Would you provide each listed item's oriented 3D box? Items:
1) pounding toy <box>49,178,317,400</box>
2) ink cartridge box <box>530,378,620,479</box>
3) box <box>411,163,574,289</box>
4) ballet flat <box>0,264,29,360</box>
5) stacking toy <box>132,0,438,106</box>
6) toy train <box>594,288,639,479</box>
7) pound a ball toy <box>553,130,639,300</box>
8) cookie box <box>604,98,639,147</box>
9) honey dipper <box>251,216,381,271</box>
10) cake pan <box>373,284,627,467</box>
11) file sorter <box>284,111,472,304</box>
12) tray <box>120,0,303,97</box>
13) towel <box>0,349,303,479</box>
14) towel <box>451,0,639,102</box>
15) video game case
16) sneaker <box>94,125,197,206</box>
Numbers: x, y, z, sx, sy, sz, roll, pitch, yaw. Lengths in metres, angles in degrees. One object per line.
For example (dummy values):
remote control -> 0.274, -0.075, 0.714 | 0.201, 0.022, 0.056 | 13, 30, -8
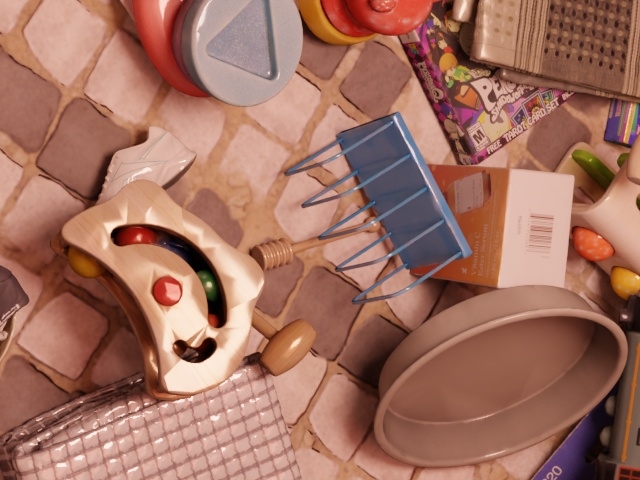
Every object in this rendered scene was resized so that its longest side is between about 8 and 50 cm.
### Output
pounding toy -> -0.149, 0.071, 1.663 | 0.269, 0.155, 0.154 | 39, 71, -8
ink cartridge box -> 0.435, 0.310, 2.042 | 0.330, 0.071, 0.324 | 38, 94, -26
box -> 0.187, -0.015, 1.867 | 0.091, 0.170, 0.130 | 4, 91, -31
ballet flat -> -0.347, 0.118, 1.631 | 0.074, 0.074, 0.203 | 41, 72, -26
stacking toy -> -0.034, -0.290, 1.695 | 0.309, 0.130, 0.280 | -28, 115, -27
toy train -> 0.414, 0.209, 1.917 | 0.190, 0.142, 0.334 | 8, 94, 12
pound a ball toy -> 0.395, 0.001, 1.968 | 0.319, 0.208, 0.136 | 41, 74, -27
cookie box -> 0.403, -0.151, 2.056 | 0.107, 0.040, 0.092 | 12, 89, -29
honey dipper -> 0.000, 0.000, 1.843 | 0.160, 0.030, 0.030 | -17, 102, -29
cake pan -> 0.190, 0.148, 1.857 | 0.293, 0.054, 0.293 | -13, 144, -10
file sorter -> 0.056, -0.030, 1.800 | 0.104, 0.118, 0.170 | -32, 99, -30
tray -> -0.085, -0.283, 1.770 | 0.270, 0.030, 0.145 | -41, 112, -21
towel -> -0.164, 0.252, 1.721 | 0.283, 0.121, 0.235 | -23, 104, -25
towel -> 0.292, -0.326, 1.934 | 0.312, 0.056, 0.324 | 9, 84, -35
video game case -> 0.208, -0.233, 1.936 | 0.232, 0.042, 0.210 | -35, 108, -23
sneaker -> -0.198, -0.054, 1.718 | 0.152, 0.054, 0.061 | -44, 89, -15
